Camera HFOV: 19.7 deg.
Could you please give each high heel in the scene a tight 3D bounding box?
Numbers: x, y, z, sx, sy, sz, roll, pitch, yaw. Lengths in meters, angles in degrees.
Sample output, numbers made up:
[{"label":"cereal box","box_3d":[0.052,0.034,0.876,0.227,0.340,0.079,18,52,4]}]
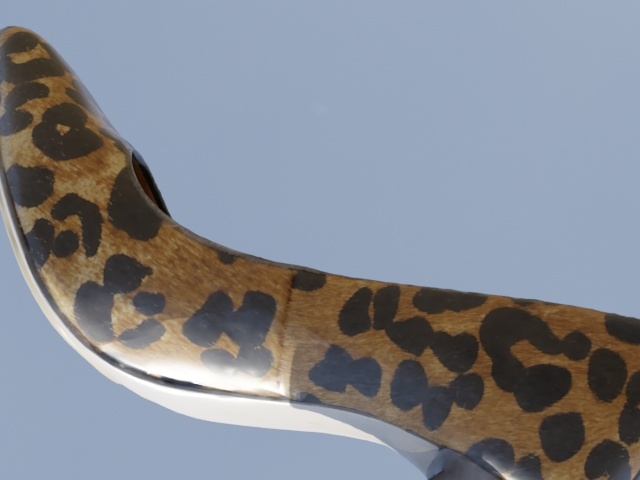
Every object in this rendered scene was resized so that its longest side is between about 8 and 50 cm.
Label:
[{"label":"high heel","box_3d":[0.000,0.000,0.636,0.261,0.186,0.093,61,-175,18]}]
